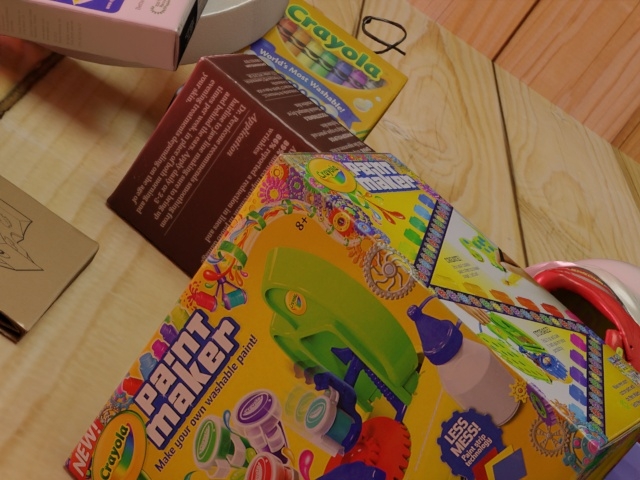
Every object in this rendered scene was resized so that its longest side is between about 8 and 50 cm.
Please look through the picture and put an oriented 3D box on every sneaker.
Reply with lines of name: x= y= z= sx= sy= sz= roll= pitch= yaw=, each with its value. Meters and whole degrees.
sneaker: x=0.286 y=0.134 z=1.281 sx=0.279 sy=0.107 sz=0.118 roll=48 pitch=20 yaw=27

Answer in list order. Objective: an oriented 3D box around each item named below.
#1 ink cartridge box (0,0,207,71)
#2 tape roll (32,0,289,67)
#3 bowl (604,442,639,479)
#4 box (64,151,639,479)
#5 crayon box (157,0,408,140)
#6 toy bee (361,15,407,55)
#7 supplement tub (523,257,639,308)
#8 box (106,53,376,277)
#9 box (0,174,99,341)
ink cartridge box: x=-0.311 y=-0.293 z=1.513 sx=0.371 sy=0.069 sz=0.176 roll=14 pitch=44 yaw=2
tape roll: x=-0.223 y=-0.352 z=1.688 sx=0.392 sy=0.072 sz=0.392 roll=4 pitch=42 yaw=-4
bowl: x=0.369 y=0.334 z=1.215 sx=0.391 sy=0.077 sz=0.391 roll=48 pitch=0 yaw=0
box: x=0.029 y=0.135 z=0.966 sx=0.279 sy=0.290 sz=0.177 roll=43 pitch=21 yaw=19
crayon box: x=-0.030 y=-0.180 z=1.691 sx=0.203 sy=0.083 sz=0.323 roll=36 pitch=46 yaw=0
toy bee: x=-0.024 y=-0.193 z=1.878 sx=0.298 sy=0.162 sz=0.195 roll=0 pitch=42 yaw=-19
supplement tub: x=0.344 y=0.151 z=1.530 sx=0.331 sy=0.241 sz=0.241 roll=16 pitch=28 yaw=-44
box: x=0.000 y=0.000 z=1.372 sx=0.381 sy=0.191 sz=0.143 roll=41 pitch=20 yaw=11
box: x=-0.282 y=-0.003 z=1.160 sx=0.164 sy=0.021 sz=0.201 roll=35 pitch=19 yaw=-4
